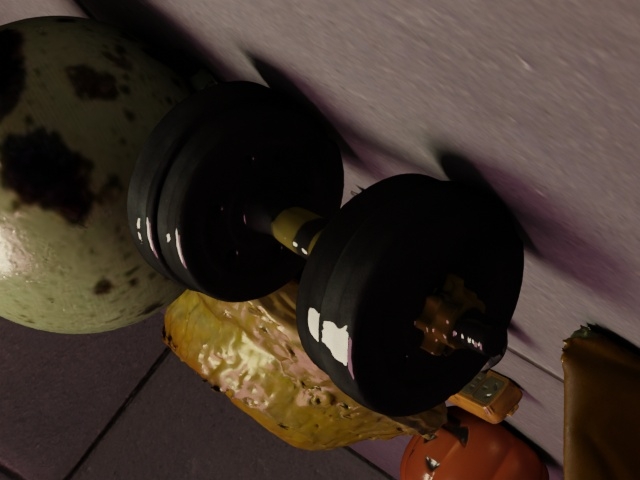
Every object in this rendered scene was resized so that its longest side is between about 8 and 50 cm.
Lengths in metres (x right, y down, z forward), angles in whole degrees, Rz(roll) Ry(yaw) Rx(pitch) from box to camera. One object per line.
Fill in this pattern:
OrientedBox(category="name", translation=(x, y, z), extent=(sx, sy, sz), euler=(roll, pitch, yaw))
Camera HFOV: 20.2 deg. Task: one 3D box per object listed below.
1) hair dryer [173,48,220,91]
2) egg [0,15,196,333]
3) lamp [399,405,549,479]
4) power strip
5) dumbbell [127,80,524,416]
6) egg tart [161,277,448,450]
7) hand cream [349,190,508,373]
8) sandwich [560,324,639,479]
OrientedBox(category="hair dryer", translation=(-0.085, -0.115, 1.605), extent=(0.150, 0.047, 0.071), euler=(48, 169, -21))
OrientedBox(category="egg", translation=(-0.225, -0.055, 1.669), extent=(0.287, 0.288, 0.379), euler=(33, -179, 24))
OrientedBox(category="lamp", translation=(0.189, 0.305, 2.274), extent=(0.187, 0.164, 0.187), euler=(34, 171, 6))
OrientedBox(category="power strip", translation=(0.159, 0.158, 2.006), extent=(0.028, 0.049, 0.178), euler=(49, 166, -29))
OrientedBox(category="dumbbell", translation=(0.000, 0.000, 1.404), extent=(0.388, 0.185, 0.185), euler=(30, 169, 42))
OrientedBox(category="egg tart", translation=(-0.048, 0.132, 2.192), extent=(0.443, 0.178, 0.443), euler=(38, 179, 0))
OrientedBox(category="hand cream", translation=(0.108, 0.041, 1.644), extent=(0.086, 0.055, 0.235), euler=(23, 156, 49))
OrientedBox(category="sandwich", translation=(0.254, 0.217, 1.452), extent=(0.227, 0.198, 0.155), euler=(33, 170, 25))
